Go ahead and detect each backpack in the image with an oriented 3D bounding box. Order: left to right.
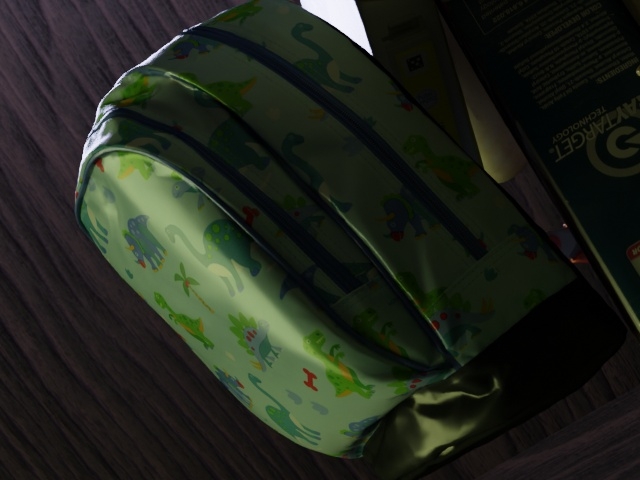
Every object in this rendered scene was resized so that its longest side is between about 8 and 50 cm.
[{"bbox_3d":[0.000,0.000,1.185,0.356,0.273,0.290,61,161,9],"label":"backpack"}]

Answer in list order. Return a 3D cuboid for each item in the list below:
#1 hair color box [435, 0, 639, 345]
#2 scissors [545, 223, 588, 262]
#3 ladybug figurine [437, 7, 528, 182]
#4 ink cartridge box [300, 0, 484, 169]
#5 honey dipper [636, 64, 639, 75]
[{"bbox_3d":[0.196,-0.067,1.167,0.347,0.105,0.174,63,-173,32],"label":"hair color box"},{"bbox_3d":[0.203,0.011,1.379,0.021,0.297,0.109,-14,97,55],"label":"scissors"},{"bbox_3d":[0.132,-0.232,1.668,0.305,0.162,0.449,56,-173,-32],"label":"ladybug figurine"},{"bbox_3d":[0.028,-0.199,1.323,0.304,0.072,0.307,-116,6,-49],"label":"ink cartridge box"},{"bbox_3d":[0.230,-0.037,0.944,0.161,0.030,0.030,55,-173,-11],"label":"honey dipper"}]
